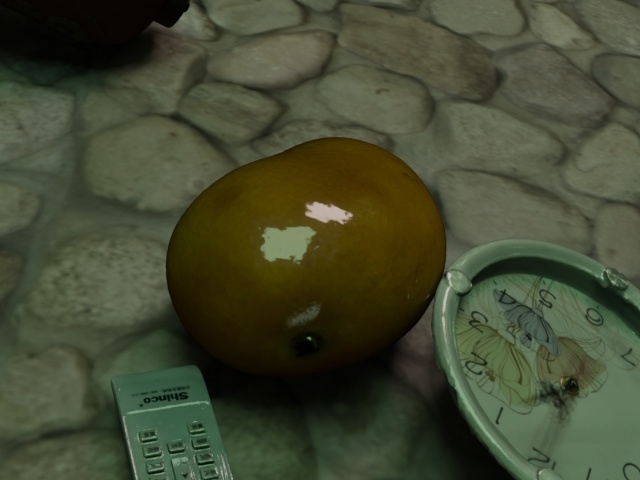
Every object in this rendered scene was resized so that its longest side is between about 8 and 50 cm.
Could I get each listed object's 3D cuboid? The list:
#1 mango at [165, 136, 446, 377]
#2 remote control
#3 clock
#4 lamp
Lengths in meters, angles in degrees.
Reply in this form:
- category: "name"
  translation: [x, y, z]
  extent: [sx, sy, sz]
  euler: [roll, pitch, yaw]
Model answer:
- category: "mango"
  translation: [0.004, 0.005, 0.723]
  extent: [0.176, 0.139, 0.254]
  euler: [32, 38, 18]
- category: "remote control"
  translation: [-0.087, 0.146, 0.620]
  extent: [0.061, 0.029, 0.162]
  euler: [-7, 49, -19]
- category: "clock"
  translation: [0.176, 0.102, 0.703]
  extent: [0.237, 0.053, 0.236]
  euler: [15, 47, -17]
- category: "lamp"
  translation: [-0.243, -0.285, 0.946]
  extent: [0.258, 0.180, 0.180]
  euler: [24, 36, -23]
